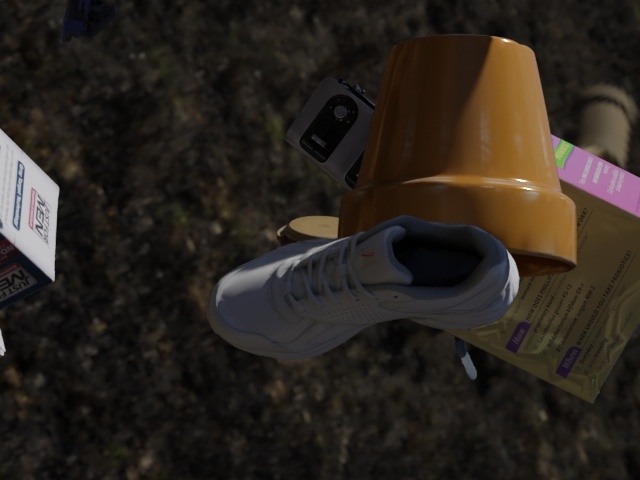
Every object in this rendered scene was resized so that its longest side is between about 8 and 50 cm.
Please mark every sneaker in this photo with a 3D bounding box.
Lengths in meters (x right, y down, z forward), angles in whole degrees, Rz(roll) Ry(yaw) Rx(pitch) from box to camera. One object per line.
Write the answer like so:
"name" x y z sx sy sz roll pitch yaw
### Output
"sneaker" 0.027 0.022 1.046 0.115 0.232 0.090 73 6 -70

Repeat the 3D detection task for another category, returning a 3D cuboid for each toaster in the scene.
"toaster" 0.059 -0.120 1.875 0.168 0.110 0.186 40 8 10

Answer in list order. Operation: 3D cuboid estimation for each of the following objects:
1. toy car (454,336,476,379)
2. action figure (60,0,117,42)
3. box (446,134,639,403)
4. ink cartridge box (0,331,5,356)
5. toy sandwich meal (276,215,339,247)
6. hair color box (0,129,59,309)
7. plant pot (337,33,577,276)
"toy car" 0.188 0.069 1.758 0.155 0.149 0.188 -32 114 -38
"action figure" -0.178 -0.365 1.546 0.330 0.341 0.178 17 9 -8
"box" 0.233 0.014 1.537 0.243 0.213 0.117 26 26 5
"ink cartridge box" -0.543 0.138 1.879 0.100 0.237 0.172 64 -8 -24
"toy sandwich meal" 0.000 0.000 1.364 0.085 0.086 0.029 -49 144 -68
"hair color box" -0.435 -0.089 1.590 0.347 0.105 0.174 49 22 -38
"plant pot" 0.120 -0.072 1.254 0.205 0.205 0.188 19 72 -64
